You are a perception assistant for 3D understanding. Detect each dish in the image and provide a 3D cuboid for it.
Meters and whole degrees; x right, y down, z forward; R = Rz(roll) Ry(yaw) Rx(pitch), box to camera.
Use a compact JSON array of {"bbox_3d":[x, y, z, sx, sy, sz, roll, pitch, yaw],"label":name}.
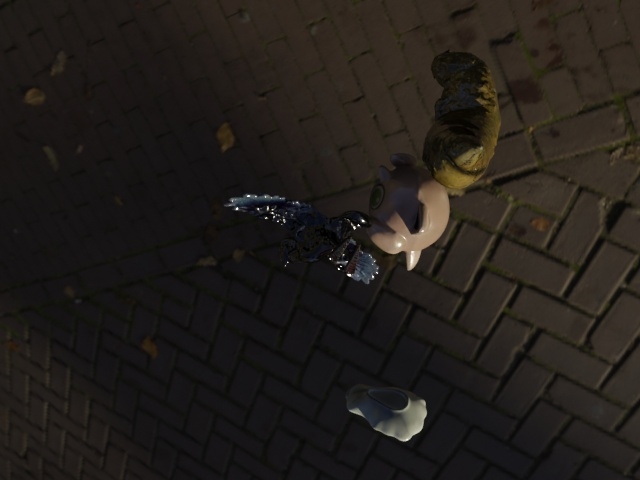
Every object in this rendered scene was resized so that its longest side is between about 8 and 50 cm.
[{"bbox_3d":[0.106,0.264,1.266,0.137,0.091,0.039,18,138,15],"label":"dish"}]

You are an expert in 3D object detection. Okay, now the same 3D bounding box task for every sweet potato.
[{"bbox_3d":[0.179,-0.142,0.982,0.098,0.310,0.124,-6,126,15],"label":"sweet potato"}]

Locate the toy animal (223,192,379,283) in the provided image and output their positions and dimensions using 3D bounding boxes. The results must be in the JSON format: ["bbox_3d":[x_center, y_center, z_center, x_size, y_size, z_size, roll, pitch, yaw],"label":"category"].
[{"bbox_3d":[0.000,0.000,0.789,0.220,0.062,0.108,30,160,-37],"label":"toy animal"}]

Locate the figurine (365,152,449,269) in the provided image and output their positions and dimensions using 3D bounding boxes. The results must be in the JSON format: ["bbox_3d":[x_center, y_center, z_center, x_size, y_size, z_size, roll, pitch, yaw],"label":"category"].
[{"bbox_3d":[0.119,-0.043,1.078,0.125,0.137,0.125,-4,153,-2],"label":"figurine"}]
